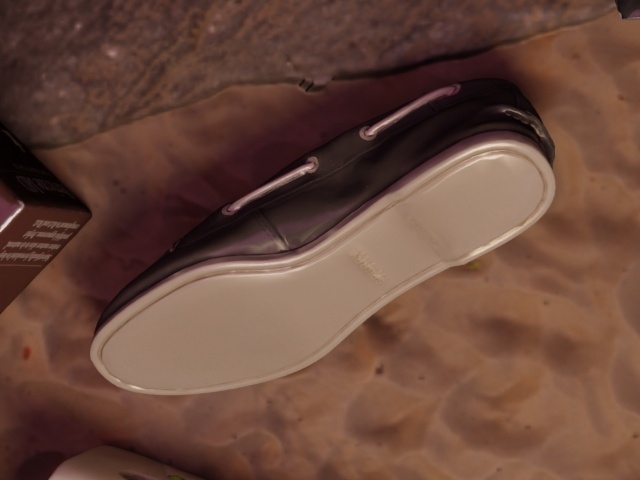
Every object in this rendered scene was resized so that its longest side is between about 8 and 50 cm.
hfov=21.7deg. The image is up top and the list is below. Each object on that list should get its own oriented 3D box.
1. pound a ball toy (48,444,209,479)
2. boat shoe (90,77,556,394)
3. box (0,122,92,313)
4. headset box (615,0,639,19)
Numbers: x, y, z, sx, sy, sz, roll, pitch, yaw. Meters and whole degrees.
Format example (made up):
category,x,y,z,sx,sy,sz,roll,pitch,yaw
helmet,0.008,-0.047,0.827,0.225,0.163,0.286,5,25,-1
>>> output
category,x,y,z,sx,sy,sz,roll,pitch,yaw
pound a ball toy,-0.048,0.290,1.095,0.319,0.136,0.208,19,98,11
boat shoe,0.000,0.000,1.095,0.335,0.095,0.112,-26,124,17
box,-0.294,-0.031,1.099,0.203,0.168,0.167,44,94,6
headset box,0.219,-0.280,1.003,0.218,0.110,0.293,1,95,12
